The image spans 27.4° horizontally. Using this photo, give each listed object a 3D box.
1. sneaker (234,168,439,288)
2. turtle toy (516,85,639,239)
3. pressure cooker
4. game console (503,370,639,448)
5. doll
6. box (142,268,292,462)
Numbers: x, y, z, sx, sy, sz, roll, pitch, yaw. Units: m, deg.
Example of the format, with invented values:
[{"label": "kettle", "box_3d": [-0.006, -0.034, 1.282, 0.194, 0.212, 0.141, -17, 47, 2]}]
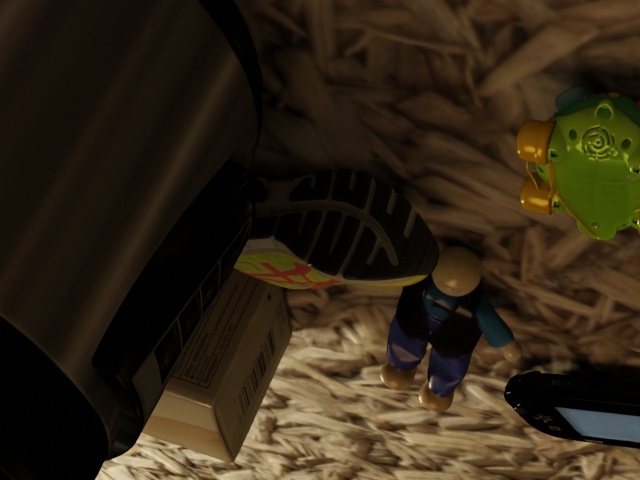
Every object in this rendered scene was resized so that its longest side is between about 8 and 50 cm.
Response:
[{"label": "sneaker", "box_3d": [0.000, 0.000, 0.974, 0.208, 0.081, 0.094, 12, 158, 32]}, {"label": "turtle toy", "box_3d": [0.169, -0.043, 0.772, 0.095, 0.066, 0.130, 13, 150, 19]}, {"label": "pressure cooker", "box_3d": [-0.266, 0.002, 0.811, 0.375, 0.420, 0.370, 1, 143, 35]}, {"label": "game console", "box_3d": [0.321, 0.154, 1.008, 0.361, 0.044, 0.213, 3, 144, 35]}, {"label": "doll", "box_3d": [0.097, 0.065, 1.026, 0.129, 0.046, 0.189, 28, 146, 14]}, {"label": "box", "box_3d": [-0.197, 0.066, 1.152, 0.311, 0.148, 0.121, 17, 150, 17]}]
